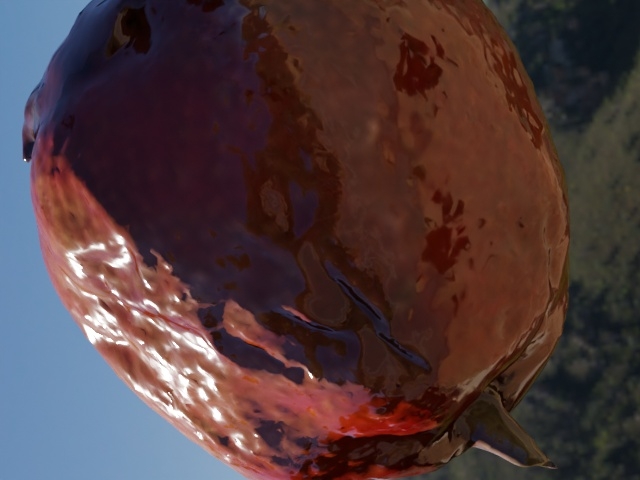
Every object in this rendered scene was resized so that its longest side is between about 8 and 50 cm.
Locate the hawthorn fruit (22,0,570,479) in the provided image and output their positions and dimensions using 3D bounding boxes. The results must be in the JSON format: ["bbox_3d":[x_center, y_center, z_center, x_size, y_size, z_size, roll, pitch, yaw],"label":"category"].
[{"bbox_3d":[-0.010,-0.010,0.448,0.173,0.173,0.179,-89,-10,-84],"label":"hawthorn fruit"}]
